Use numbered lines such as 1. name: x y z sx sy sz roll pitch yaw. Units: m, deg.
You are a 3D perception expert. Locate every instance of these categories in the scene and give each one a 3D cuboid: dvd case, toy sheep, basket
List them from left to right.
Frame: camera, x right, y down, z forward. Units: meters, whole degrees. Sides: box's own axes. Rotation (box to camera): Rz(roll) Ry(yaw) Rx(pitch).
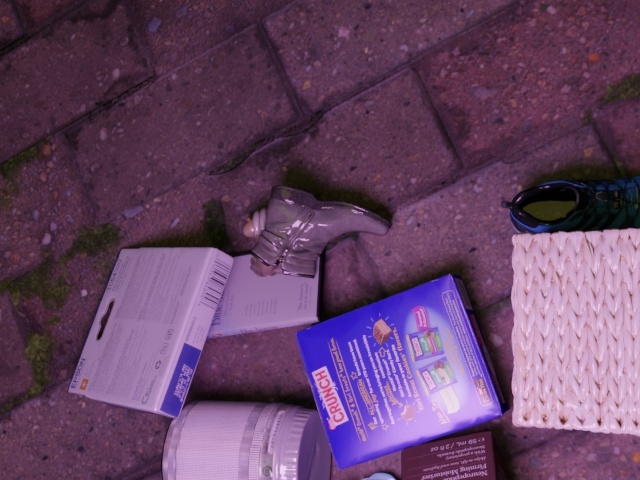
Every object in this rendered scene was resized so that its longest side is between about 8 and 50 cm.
1. dvd case: -0.115 0.095 1.917 0.253 0.022 0.180 -10 53 17
2. toy sheep: -0.088 -0.027 1.932 0.132 0.091 0.091 -5 81 4
3. basket: 0.469 0.153 1.597 0.266 0.328 0.331 -3 83 22

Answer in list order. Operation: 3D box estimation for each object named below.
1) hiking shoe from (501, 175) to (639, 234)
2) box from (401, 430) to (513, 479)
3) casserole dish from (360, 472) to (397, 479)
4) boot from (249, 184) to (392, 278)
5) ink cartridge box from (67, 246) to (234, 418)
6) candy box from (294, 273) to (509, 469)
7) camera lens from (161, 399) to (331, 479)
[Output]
1. hiking shoe: 0.477 -0.055 1.717 0.304 0.132 0.113 -10 80 17
2. box: 0.240 0.464 1.669 0.168 0.167 0.203 -16 34 15
3. casserole dish: 0.115 0.523 1.818 0.114 0.037 0.188 1 83 19
4. boot: 0.000 0.000 1.873 0.246 0.083 0.161 15 87 -1
5. ink cartridge box: -0.336 0.170 1.932 0.330 0.071 0.324 -1 66 49
6. candy box: 0.146 0.238 1.799 0.317 0.122 0.268 -21 78 14
7. camera lens: -0.139 0.407 1.820 0.274 0.219 0.219 -1 83 19
